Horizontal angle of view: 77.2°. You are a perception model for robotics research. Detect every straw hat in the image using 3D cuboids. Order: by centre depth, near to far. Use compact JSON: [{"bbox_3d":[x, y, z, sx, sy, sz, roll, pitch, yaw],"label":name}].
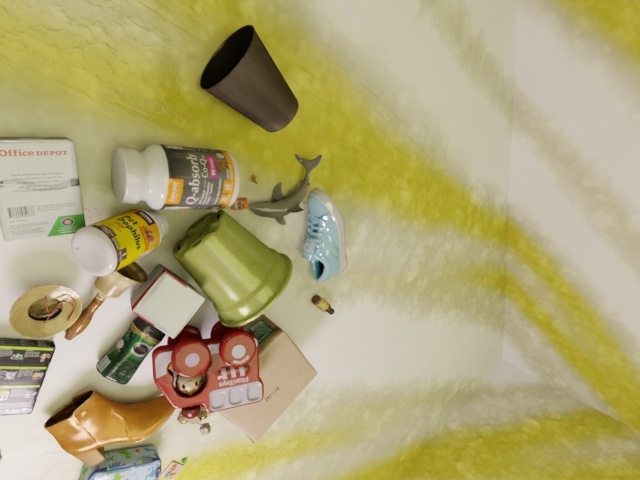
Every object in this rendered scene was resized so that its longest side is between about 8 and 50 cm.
[{"bbox_3d":[-0.654,0.157,0.950,0.145,0.061,0.144,-22,124,-38],"label":"straw hat"}]

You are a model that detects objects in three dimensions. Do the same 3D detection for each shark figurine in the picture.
[{"bbox_3d":[-0.078,-0.142,1.305,0.278,0.116,0.166,-47,133,-14],"label":"shark figurine"}]

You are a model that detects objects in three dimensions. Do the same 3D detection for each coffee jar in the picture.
[{"bbox_3d":[-0.519,0.298,1.113,0.184,0.079,0.096,-52,130,-12],"label":"coffee jar"}]

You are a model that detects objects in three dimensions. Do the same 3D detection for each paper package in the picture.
[{"bbox_3d":[-0.219,0.472,1.391,0.325,0.168,0.309,-44,131,-19],"label":"paper package"}]

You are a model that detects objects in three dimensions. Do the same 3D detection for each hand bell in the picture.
[{"bbox_3d":[-0.569,0.155,1.017,0.242,0.126,0.126,-49,133,2],"label":"hand bell"}]

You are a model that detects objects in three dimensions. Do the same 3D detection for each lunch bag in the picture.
[{"bbox_3d":[-0.604,0.726,1.210,0.219,0.090,0.176,15,100,-43],"label":"lunch bag"}]

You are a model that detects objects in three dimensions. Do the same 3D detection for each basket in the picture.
[{"bbox_3d":[-0.174,-0.414,1.086,0.227,0.154,0.204,37,83,-47],"label":"basket"}]

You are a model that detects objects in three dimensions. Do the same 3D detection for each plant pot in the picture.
[{"bbox_3d":[-0.264,0.060,1.142,0.276,0.276,0.254,-48,120,-16],"label":"plant pot"}]

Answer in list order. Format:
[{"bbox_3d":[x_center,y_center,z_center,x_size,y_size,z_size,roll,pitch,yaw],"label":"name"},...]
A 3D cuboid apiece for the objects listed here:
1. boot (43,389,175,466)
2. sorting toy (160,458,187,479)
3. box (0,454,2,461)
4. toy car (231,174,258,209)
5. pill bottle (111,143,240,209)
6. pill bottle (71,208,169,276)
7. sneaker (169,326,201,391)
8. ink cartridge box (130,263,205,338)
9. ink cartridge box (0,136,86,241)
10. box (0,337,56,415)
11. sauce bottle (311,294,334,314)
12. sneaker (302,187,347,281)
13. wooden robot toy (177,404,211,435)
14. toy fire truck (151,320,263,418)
[{"bbox_3d":[-0.574,0.484,1.125,0.295,0.104,0.211,-30,125,-24],"label":"boot"},{"bbox_3d":[-0.497,0.782,1.377,0.083,0.012,0.062,-48,132,-15],"label":"sorting toy"},{"bbox_3d":[-0.897,0.580,0.936,0.201,0.021,0.164,27,88,-44],"label":"box"},{"bbox_3d":[-0.229,-0.145,1.217,0.060,0.041,0.121,11,100,-43],"label":"toy car"},{"bbox_3d":[-0.359,-0.157,1.012,0.279,0.162,0.162,-5,110,-41],"label":"pill bottle"},{"bbox_3d":[-0.467,-0.006,0.963,0.215,0.117,0.117,-48,143,-63],"label":"pill bottle"},{"bbox_3d":[-0.407,0.373,1.234,0.088,0.093,0.225,6,102,-42],"label":"sneaker"},{"bbox_3d":[-0.410,0.154,1.066,0.128,0.176,0.127,42,75,-24],"label":"ink cartridge box"},{"bbox_3d":[-0.607,-0.116,0.861,0.153,0.087,0.208,-11,115,-38],"label":"ink cartridge box"},{"bbox_3d":[-0.757,0.319,0.938,0.191,0.045,0.184,18,92,-43],"label":"box"},{"bbox_3d":[0.014,0.260,1.596,0.042,0.042,0.128,-54,131,-11],"label":"sauce bottle"},{"bbox_3d":[0.000,0.000,1.414,0.150,0.135,0.365,-35,126,-30],"label":"sneaker"},{"bbox_3d":[-0.432,0.583,1.335,0.079,0.076,0.173,-16,124,4],"label":"wooden robot toy"},{"bbox_3d":[-0.313,0.375,1.146,0.303,0.169,0.253,-5,96,-26],"label":"toy fire truck"}]
